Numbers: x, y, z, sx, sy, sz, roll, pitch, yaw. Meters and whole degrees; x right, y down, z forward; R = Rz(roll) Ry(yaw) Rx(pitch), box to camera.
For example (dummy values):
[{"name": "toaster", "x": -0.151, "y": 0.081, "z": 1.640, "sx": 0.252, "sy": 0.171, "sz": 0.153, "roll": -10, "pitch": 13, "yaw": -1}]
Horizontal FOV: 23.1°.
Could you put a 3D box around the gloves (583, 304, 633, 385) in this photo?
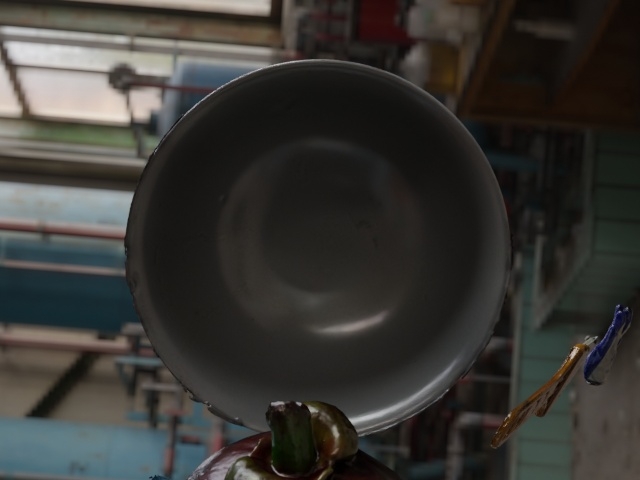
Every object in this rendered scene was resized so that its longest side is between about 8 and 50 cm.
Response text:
[{"name": "gloves", "x": 0.291, "y": 0.103, "z": 1.578, "sx": 0.064, "sy": 0.026, "sz": 0.086, "roll": -37, "pitch": -31, "yaw": -63}]

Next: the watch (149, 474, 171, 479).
[{"name": "watch", "x": -0.179, "y": 0.368, "z": 1.739, "sx": 0.193, "sy": 0.211, "sz": 0.211, "roll": 142, "pitch": 133, "yaw": -80}]

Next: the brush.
[{"name": "brush", "x": 0.222, "y": 0.157, "z": 1.569, "sx": 0.090, "sy": 0.017, "sz": 0.314, "roll": -63, "pitch": -16, "yaw": 17}]

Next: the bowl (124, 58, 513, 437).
[{"name": "bowl", "x": 0.000, "y": 0.000, "z": 1.450, "sx": 0.157, "sy": 0.345, "sz": 0.345, "roll": -80, "pitch": -5, "yaw": -80}]

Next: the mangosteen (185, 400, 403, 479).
[{"name": "mangosteen", "x": -0.016, "y": 0.228, "z": 1.206, "sx": 0.216, "sy": 0.216, "sz": 0.216, "roll": -175, "pitch": 90, "yaw": -89}]
